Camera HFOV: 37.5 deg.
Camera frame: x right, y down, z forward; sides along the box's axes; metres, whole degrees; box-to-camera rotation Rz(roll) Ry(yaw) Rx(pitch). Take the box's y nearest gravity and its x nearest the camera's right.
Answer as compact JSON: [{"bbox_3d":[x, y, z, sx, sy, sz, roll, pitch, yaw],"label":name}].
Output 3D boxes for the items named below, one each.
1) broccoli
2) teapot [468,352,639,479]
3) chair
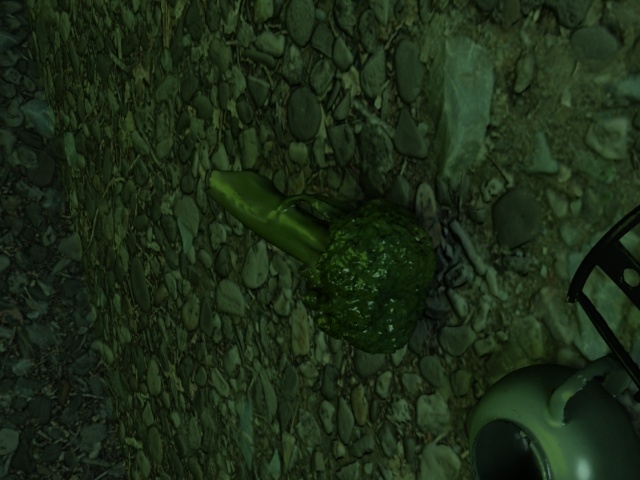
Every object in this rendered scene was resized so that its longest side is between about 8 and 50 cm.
[{"bbox_3d":[0.032,0.011,1.227,0.302,0.186,0.254,43,170,43],"label":"broccoli"},{"bbox_3d":[0.237,0.228,0.992,0.193,0.130,0.294,51,135,37],"label":"teapot"},{"bbox_3d":[0.350,0.093,0.792,0.260,0.141,0.154,60,139,28],"label":"chair"}]
